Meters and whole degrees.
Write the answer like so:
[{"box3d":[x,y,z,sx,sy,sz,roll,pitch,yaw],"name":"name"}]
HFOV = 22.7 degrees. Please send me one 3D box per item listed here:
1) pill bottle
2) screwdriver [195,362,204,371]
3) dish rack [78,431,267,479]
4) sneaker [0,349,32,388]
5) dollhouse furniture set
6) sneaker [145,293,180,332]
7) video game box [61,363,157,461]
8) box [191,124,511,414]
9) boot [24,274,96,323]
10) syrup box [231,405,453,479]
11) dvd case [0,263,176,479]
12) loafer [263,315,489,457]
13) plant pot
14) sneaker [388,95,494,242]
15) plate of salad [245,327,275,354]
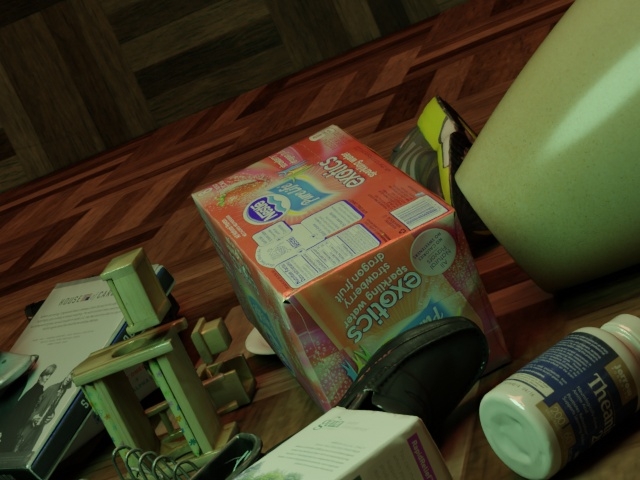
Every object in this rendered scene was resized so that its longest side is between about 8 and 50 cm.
[{"box3d":[0.166,0.097,1.026,0.120,0.067,0.067,-31,15,-27],"name":"pill bottle"},{"box3d":[-0.112,0.124,1.544,0.025,0.024,0.170,11,17,15],"name":"screwdriver"},{"box3d":[-0.152,0.214,1.065,0.208,0.074,0.271,-40,18,-26],"name":"dish rack"},{"box3d":[-0.364,0.157,1.404,0.210,0.137,0.366,-47,24,-3],"name":"sneaker"},{"box3d":[-0.147,0.091,1.360,0.101,0.182,0.161,-21,14,14],"name":"dollhouse furniture set"},{"box3d":[-0.211,0.088,1.715,0.097,0.084,0.235,-38,-4,1],"name":"sneaker"},{"box3d":[-0.261,0.159,1.600,0.205,0.048,0.187,-11,22,46],"name":"video game box"},{"box3d":[0.015,0.026,1.319,0.154,0.142,0.300,-26,23,-10],"name":"box"},{"box3d":[-0.322,0.085,2.016,0.099,0.045,0.121,-23,12,-7],"name":"boot"},{"box3d":[-0.032,0.196,0.924,0.237,0.096,0.093,-32,17,-30],"name":"syrup box"},{"box3d":[-0.252,0.126,1.491,0.179,0.029,0.238,-10,39,47],"name":"dvd case"},{"box3d":[0.045,0.130,1.111,0.223,0.076,0.078,-37,22,-28],"name":"loafer"},{"box3d":[0.254,-0.089,1.296,0.274,0.256,0.256,-39,11,9],"name":"plant pot"},{"box3d":[0.126,-0.050,1.657,0.121,0.111,0.300,-45,12,13],"name":"sneaker"},{"box3d":[0.015,0.052,1.525,0.200,0.048,0.200,-22,13,6],"name":"plate of salad"}]
